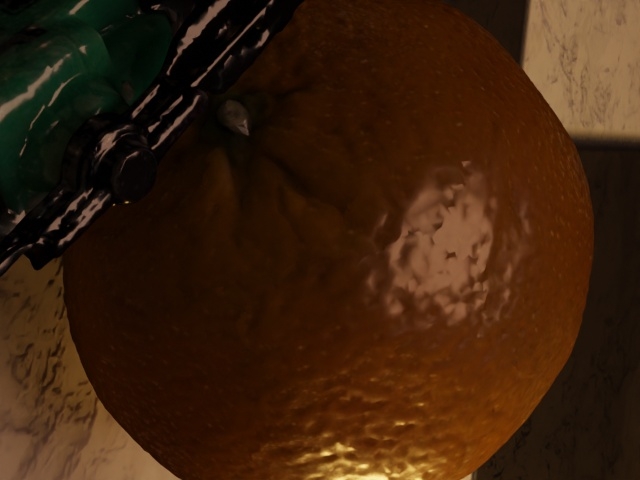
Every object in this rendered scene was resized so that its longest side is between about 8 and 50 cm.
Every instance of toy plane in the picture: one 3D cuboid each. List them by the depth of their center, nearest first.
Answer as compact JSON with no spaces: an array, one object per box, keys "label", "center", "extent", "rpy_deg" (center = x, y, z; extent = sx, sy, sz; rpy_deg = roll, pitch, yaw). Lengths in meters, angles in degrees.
[{"label":"toy plane","center":[-0.136,-0.026,0.575],"extent":[0.382,0.155,0.106],"rpy_deg":[-43,139,-31]}]

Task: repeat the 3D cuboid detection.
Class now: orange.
[{"label":"orange","center":[0.000,0.000,0.777],"extent":[0.264,0.264,0.264],"rpy_deg":[8,90,-66]}]
